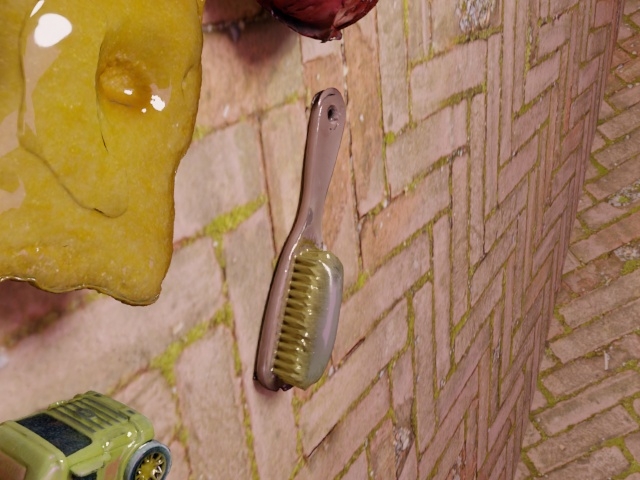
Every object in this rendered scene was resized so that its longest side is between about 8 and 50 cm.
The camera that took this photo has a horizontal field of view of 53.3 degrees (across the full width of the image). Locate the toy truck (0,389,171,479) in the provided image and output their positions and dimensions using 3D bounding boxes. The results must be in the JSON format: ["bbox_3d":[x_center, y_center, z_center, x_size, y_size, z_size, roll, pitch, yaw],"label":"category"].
[{"bbox_3d":[-0.168,0.198,0.388,0.116,0.085,0.191,-2,103,-55],"label":"toy truck"}]

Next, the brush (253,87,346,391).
[{"bbox_3d":[0.002,0.000,0.640,0.072,0.067,0.313,17,83,-59],"label":"brush"}]

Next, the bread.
[{"bbox_3d":[-0.140,-0.084,0.347,0.161,0.088,0.233,26,74,-64],"label":"bread"}]

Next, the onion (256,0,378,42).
[{"bbox_3d":[0.006,-0.249,0.483,0.184,0.147,0.184,8,80,-52],"label":"onion"}]
